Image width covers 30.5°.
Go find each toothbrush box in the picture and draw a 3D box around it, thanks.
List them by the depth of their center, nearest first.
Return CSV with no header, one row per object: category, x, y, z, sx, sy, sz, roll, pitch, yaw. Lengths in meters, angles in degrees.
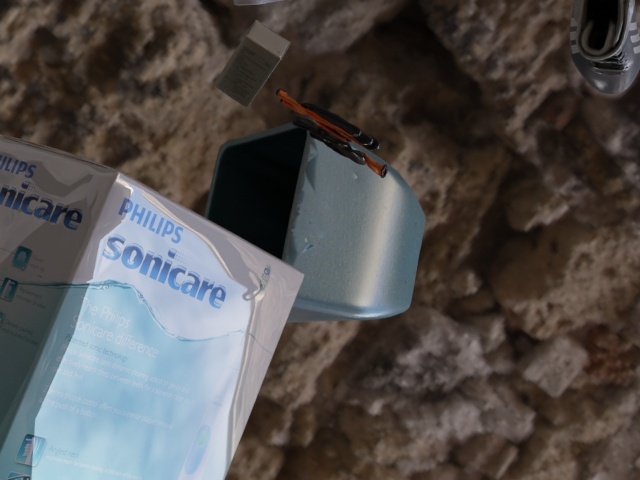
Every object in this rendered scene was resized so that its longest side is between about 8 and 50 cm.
toothbrush box,-0.159,0.111,0.745,0.126,0.216,0.295,18,-97,34

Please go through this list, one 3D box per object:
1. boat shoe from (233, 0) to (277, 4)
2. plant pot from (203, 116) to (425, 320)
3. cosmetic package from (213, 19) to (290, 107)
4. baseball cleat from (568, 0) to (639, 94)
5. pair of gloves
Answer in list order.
boat shoe,-0.074,-0.351,1.647,0.100,0.035,0.035,-11,-167,-9
plant pot,0.000,0.000,1.633,0.248,0.252,0.247,-8,-112,55
cosmetic package,-0.095,-0.242,1.617,0.115,0.060,0.041,-46,-166,47
baseball cleat,0.256,-0.186,1.081,0.072,0.206,0.109,4,-124,21
pair of gloves,0.010,-0.070,0.758,0.010,0.074,0.083,-58,165,-5
